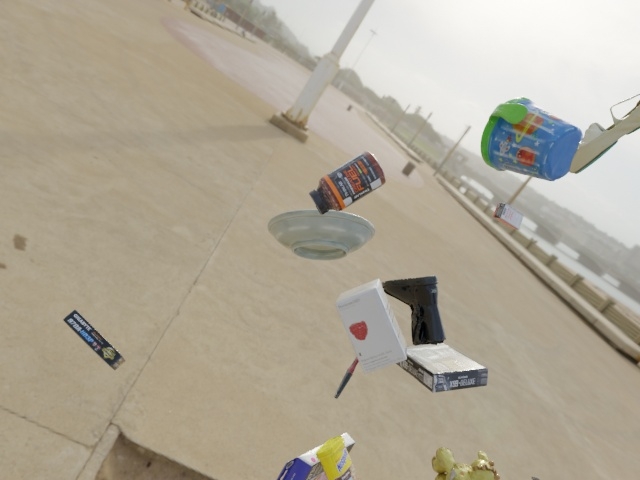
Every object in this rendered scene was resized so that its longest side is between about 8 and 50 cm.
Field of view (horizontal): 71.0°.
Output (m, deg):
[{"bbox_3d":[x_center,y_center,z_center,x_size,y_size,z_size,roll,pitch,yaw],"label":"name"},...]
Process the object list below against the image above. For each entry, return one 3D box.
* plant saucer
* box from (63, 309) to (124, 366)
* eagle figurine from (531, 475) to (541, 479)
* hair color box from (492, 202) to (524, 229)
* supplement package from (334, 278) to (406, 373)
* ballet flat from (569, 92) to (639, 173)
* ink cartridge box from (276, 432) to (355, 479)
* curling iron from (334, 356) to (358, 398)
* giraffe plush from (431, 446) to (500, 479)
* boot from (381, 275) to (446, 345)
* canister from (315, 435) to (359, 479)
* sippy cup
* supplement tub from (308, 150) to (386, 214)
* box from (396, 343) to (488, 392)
[{"bbox_3d":[0.000,0.000,1.654,0.400,0.400,0.101,19,67,-40],"label":"plant saucer"},{"bbox_3d":[-0.759,0.341,1.514,0.220,0.175,0.051,44,62,0],"label":"box"},{"bbox_3d":[0.432,0.623,0.843,0.225,0.299,0.226,34,-24,-28],"label":"eagle figurine"},{"bbox_3d":[0.820,-0.106,1.955,0.141,0.072,0.043,24,-3,-31],"label":"hair color box"},{"bbox_3d":[0.198,0.326,1.735,0.293,0.177,0.175,66,13,-2],"label":"supplement package"},{"bbox_3d":[0.656,-0.254,1.006,0.086,0.248,0.086,31,37,-26],"label":"ballet flat"},{"bbox_3d":[-0.025,0.855,1.686,0.069,0.176,0.370,38,19,35],"label":"ink cartridge box"},{"bbox_3d":[0.142,0.585,1.971,0.068,0.035,0.274,39,50,10],"label":"curling iron"},{"bbox_3d":[0.481,0.762,1.457,0.170,0.210,0.182,-3,61,-9],"label":"giraffe plush"},{"bbox_3d":[0.283,0.220,1.394,0.094,0.208,0.246,-1,-7,-28],"label":"boot"},{"bbox_3d":[0.065,0.799,1.577,0.126,0.073,0.170,-8,72,-61],"label":"canister"},{"bbox_3d":[0.654,-0.294,1.367,0.305,0.240,0.224,-8,32,-25],"label":"sippy cup"},{"bbox_3d":[0.069,-0.147,1.201,0.106,0.197,0.106,58,0,1],"label":"supplement tub"},{"bbox_3d":[0.478,0.506,1.811,0.242,0.077,0.307,-1,6,-17],"label":"box"}]
